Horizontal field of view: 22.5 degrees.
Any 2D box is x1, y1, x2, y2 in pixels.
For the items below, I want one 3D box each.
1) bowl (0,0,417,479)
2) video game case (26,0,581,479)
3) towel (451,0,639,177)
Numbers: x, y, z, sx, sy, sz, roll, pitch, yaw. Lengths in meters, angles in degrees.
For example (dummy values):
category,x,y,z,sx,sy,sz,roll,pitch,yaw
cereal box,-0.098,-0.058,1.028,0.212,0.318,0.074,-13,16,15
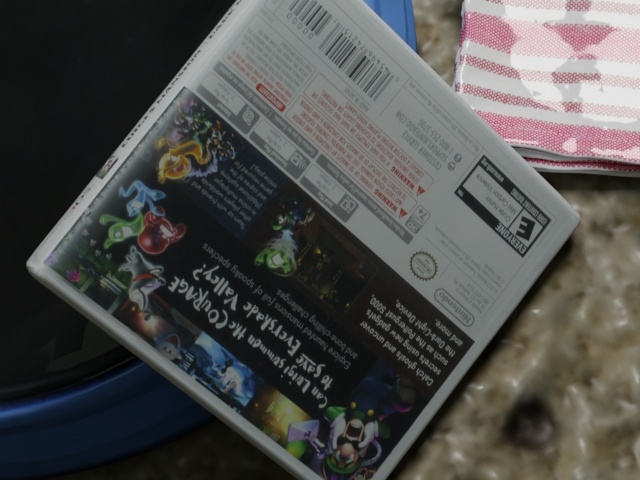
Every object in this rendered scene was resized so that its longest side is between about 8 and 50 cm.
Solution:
category,x,y,z,sx,sy,sz,roll,pitch,yaw
bowl,-0.149,-0.082,0.784,0.391,0.077,0.391,-4,72,12
video game case,0.000,0.000,0.686,0.173,0.190,0.022,-52,27,-7
towel,0.137,-0.125,0.759,0.144,0.029,0.197,4,74,13
